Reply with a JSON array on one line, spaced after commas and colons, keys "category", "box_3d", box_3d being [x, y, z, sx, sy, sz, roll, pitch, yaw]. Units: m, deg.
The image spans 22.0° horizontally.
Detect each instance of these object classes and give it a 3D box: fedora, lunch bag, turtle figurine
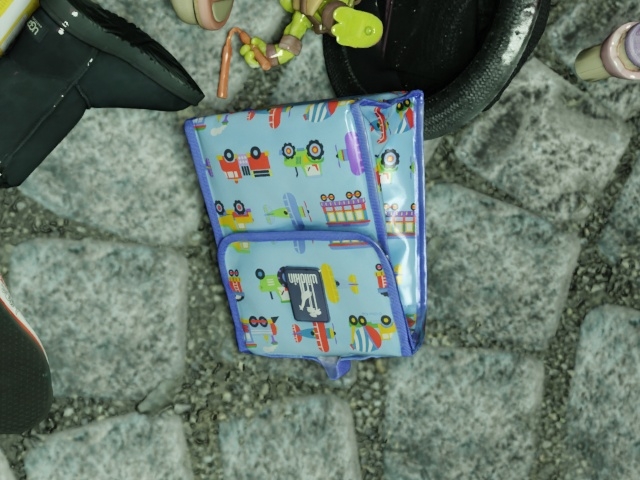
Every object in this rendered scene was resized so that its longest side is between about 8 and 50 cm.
[{"category": "fedora", "box_3d": [0.155, -0.260, 1.808, 0.152, 0.334, 0.334, 14, 82, -47]}, {"category": "lunch bag", "box_3d": [0.000, 0.000, 1.739, 0.138, 0.221, 0.293, -17, 101, -56]}, {"category": "turtle figurine", "box_3d": [0.001, -0.251, 1.772, 0.087, 0.217, 0.269, 36, 83, -27]}]

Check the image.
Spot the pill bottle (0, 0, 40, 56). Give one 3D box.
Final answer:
[{"category": "pill bottle", "box_3d": [-0.355, -0.243, 1.701, 0.103, 0.103, 0.184, 38, 77, -12]}]

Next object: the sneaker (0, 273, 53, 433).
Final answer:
[{"category": "sneaker", "box_3d": [-0.353, 0.066, 1.692, 0.090, 0.145, 0.270, -24, 130, -6]}]

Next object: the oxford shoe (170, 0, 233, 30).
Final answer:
[{"category": "oxford shoe", "box_3d": [-0.183, -0.416, 1.772, 0.147, 0.140, 0.396, -9, 97, 17]}]

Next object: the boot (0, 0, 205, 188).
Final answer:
[{"category": "boot", "box_3d": [-0.264, -0.141, 1.726, 0.207, 0.094, 0.246, -46, 145, 13]}]

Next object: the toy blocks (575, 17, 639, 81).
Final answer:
[{"category": "toy blocks", "box_3d": [0.509, -0.186, 1.883, 0.309, 0.260, 0.288, -32, 96, -16]}]
